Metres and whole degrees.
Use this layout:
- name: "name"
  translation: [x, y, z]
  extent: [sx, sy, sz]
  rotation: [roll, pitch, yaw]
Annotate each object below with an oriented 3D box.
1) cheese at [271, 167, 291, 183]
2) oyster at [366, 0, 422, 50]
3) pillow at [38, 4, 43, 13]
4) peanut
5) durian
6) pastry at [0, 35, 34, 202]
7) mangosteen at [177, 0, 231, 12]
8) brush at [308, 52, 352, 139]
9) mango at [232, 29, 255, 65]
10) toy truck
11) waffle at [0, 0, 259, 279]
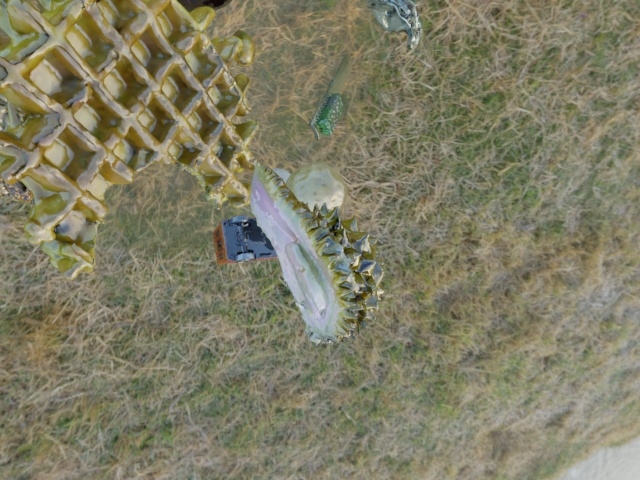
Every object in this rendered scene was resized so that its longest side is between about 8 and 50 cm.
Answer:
- name: "cheese"
  translation: [-0.181, -0.208, 1.748]
  extent: [0.155, 0.188, 0.198]
  rotation: [-4, 149, -12]
- name: "oyster"
  translation: [0.206, -0.555, 1.065]
  extent: [0.252, 0.199, 0.087]
  rotation: [9, 119, -41]
- name: "pillow"
  translation: [-0.651, -0.610, 1.141]
  extent: [0.208, 0.212, 0.052]
  rotation: [12, 72, -29]
- name: "peanut"
  translation: [-0.011, -0.102, 0.930]
  extent: [0.141, 0.109, 0.159]
  rotation: [-4, 137, -26]
- name: "durian"
  translation: [0.002, 0.000, 0.451]
  extent: [0.140, 0.078, 0.224]
  rotation: [-38, 96, -34]
- name: "pastry"
  translation: [-0.722, -0.281, 1.020]
  extent: [0.410, 0.245, 0.409]
  rotation: [-9, 114, -21]
- name: "mangosteen"
  translation: [-0.294, -0.668, 0.934]
  extent: [0.297, 0.293, 0.296]
  rotation: [-9, 103, -45]
- name: "brush"
  translation: [0.039, -0.361, 1.035]
  extent: [0.048, 0.282, 0.054]
  rotation: [5, 146, 24]
- name: "mango"
  translation: [-0.205, -0.504, 1.093]
  extent: [0.057, 0.114, 0.078]
  rotation: [-11, 148, -20]
- name: "toy truck"
  translation: [-0.130, -0.001, 1.041]
  extent: [0.253, 0.114, 0.107]
  rotation: [-4, 78, -33]
- name: "waffle"
  translation: [-0.177, -0.124, 0.419]
  extent: [0.293, 0.069, 0.259]
  rotation: [-31, 125, -53]
